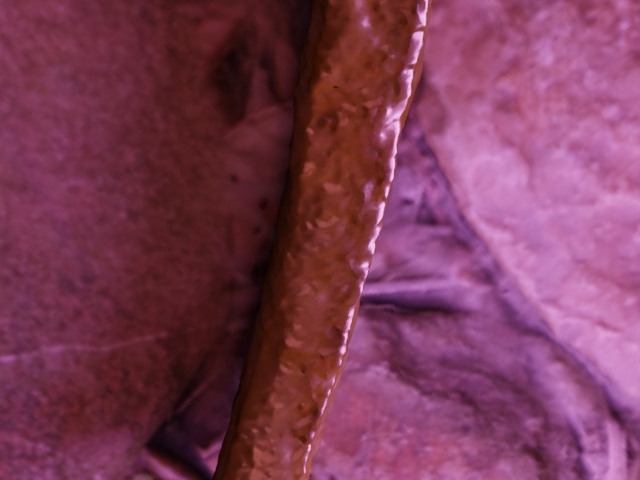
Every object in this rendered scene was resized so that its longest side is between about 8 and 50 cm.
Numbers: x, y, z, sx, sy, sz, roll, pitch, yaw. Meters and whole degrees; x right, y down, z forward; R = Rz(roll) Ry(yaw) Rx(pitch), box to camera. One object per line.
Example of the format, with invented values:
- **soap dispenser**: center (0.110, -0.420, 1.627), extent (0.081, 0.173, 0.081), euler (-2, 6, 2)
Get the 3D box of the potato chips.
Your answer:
- **potato chips**: center (0.000, 0.000, 0.581), extent (0.057, 0.080, 0.407), euler (13, 119, 0)
